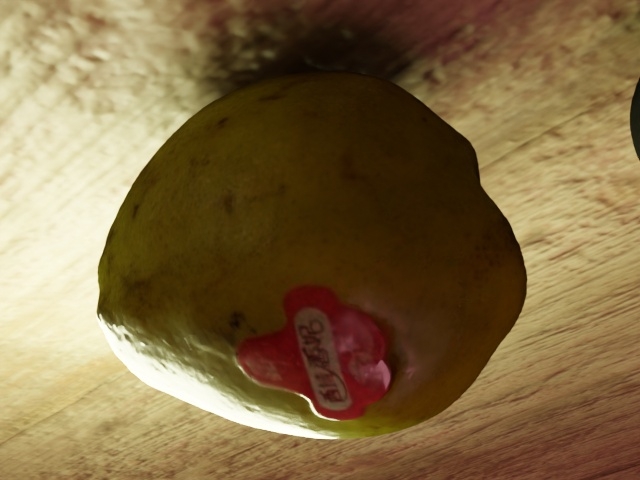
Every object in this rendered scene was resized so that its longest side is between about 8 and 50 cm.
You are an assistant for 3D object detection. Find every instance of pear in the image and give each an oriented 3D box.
[{"bbox_3d":[-0.027,0.018,0.750,0.375,0.288,0.287,-14,154,23],"label":"pear"}]

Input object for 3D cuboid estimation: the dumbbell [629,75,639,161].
[{"bbox_3d":[0.342,-0.154,0.628,0.203,0.204,0.322,-10,154,0],"label":"dumbbell"}]
